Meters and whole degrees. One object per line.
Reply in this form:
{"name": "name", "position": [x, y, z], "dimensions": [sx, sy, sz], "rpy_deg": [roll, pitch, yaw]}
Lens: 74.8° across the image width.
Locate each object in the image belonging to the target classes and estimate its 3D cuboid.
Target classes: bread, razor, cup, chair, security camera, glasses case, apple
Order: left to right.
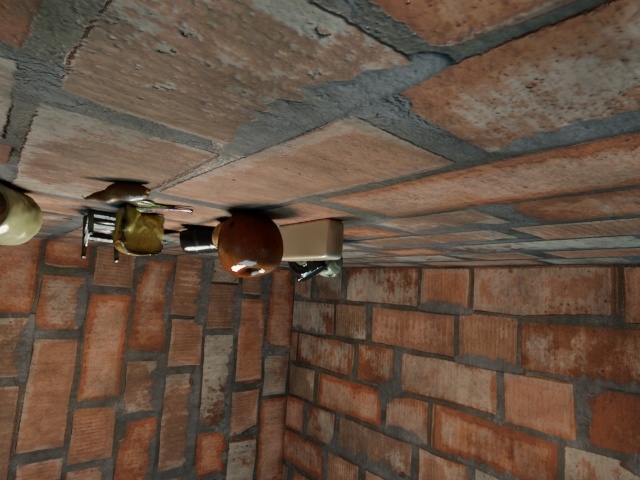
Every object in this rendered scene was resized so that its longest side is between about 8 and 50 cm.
{"name": "cup", "position": [-1.003, -0.081, 1.251], "dimensions": [0.255, 0.173, 0.202], "rpy_deg": [4, 171, -8]}
{"name": "chair", "position": [-0.854, -0.057, 1.652], "dimensions": [0.136, 0.147, 0.270], "rpy_deg": [11, -147, -34]}
{"name": "bread", "position": [-0.686, -0.035, 1.516], "dimensions": [0.133, 0.174, 0.251], "rpy_deg": [5, 177, 10]}
{"name": "razor", "position": [-0.464, 0.009, 1.925], "dimensions": [0.349, 0.113, 0.204], "rpy_deg": [3, 174, -13]}
{"name": "apple", "position": [-0.249, 0.007, 1.467], "dimensions": [0.253, 0.253, 0.253], "rpy_deg": [4, 173, 0]}
{"name": "glasses case", "position": [-0.050, 0.004, 1.585], "dimensions": [0.076, 0.144, 0.336], "rpy_deg": [11, 171, -38]}
{"name": "security camera", "position": [-0.003, 0.081, 1.987], "dimensions": [0.197, 0.191, 0.277], "rpy_deg": [-35, 154, 30]}

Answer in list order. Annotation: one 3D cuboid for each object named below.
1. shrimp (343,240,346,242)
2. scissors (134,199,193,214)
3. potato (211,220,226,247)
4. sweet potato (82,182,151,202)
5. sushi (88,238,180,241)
{"name": "shrimp", "position": [0.000, 0.000, 1.805], "dimensions": [0.233, 0.079, 0.090], "rpy_deg": [2, 135, -5]}
{"name": "scissors", "position": [-0.524, -0.108, 1.406], "dimensions": [0.187, 0.020, 0.133], "rpy_deg": [7, 168, -19]}
{"name": "potato", "position": [-0.352, -0.012, 1.681], "dimensions": [0.150, 0.146, 0.234], "rpy_deg": [35, 177, 8]}
{"name": "sweet potato", "position": [-0.547, -0.127, 1.122], "dimensions": [0.195, 0.056, 0.056], "rpy_deg": [-6, 172, 6]}
{"name": "sushi", "position": [-0.909, -0.027, 2.071], "dimensions": [0.359, 0.064, 0.343], "rpy_deg": [-5, 173, 42]}
